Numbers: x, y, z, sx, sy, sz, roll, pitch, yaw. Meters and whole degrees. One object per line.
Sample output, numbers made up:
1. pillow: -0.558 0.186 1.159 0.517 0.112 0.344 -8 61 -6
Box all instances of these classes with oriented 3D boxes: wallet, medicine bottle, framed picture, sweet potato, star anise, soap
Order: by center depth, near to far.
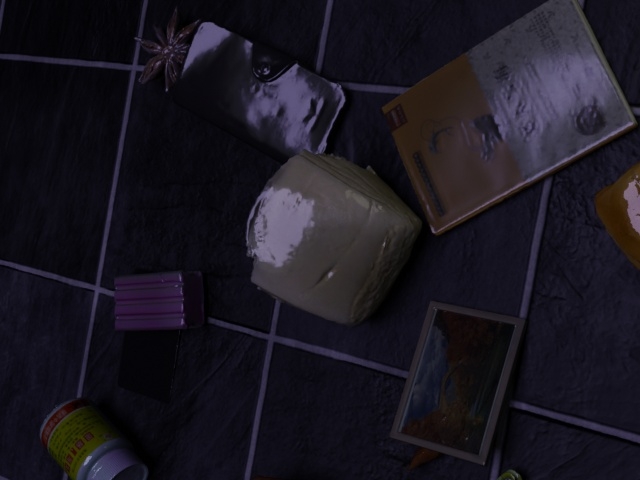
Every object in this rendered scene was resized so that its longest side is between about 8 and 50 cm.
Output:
1. framed picture: 0.228 0.231 1.640 0.184 0.016 0.249 11 75 35
2. sweet potato: 0.204 0.331 1.668 0.195 0.056 0.056 -50 61 26
3. wallet: -0.118 -0.280 1.923 0.378 0.051 0.197 31 105 23
4. soap: -0.335 0.126 2.034 0.203 0.065 0.122 -5 86 35
5. medicine bottle: -0.475 0.445 2.070 0.225 0.139 0.139 37 107 31
6. star anise: -0.305 -0.386 2.072 0.195 0.065 0.182 -32 71 16

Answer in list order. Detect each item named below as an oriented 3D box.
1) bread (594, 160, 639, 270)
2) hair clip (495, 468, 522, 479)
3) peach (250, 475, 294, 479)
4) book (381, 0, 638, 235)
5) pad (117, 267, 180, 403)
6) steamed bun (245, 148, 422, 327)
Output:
1. bread: 0.550 -0.082 1.418 0.294 0.132 0.166 -35 74 25
2. hair clip: 0.271 0.446 1.621 0.060 0.033 0.188 47 114 30
3. peach: -0.073 0.522 1.750 0.233 0.233 0.232 -3 84 34
4. book: 0.304 -0.209 1.657 0.389 0.032 0.268 -31 68 28
5. pad: -0.356 0.200 2.091 0.160 0.009 0.264 12 94 34
6. steamed bun: 0.000 0.000 1.708 0.274 0.272 0.290 28 106 32
